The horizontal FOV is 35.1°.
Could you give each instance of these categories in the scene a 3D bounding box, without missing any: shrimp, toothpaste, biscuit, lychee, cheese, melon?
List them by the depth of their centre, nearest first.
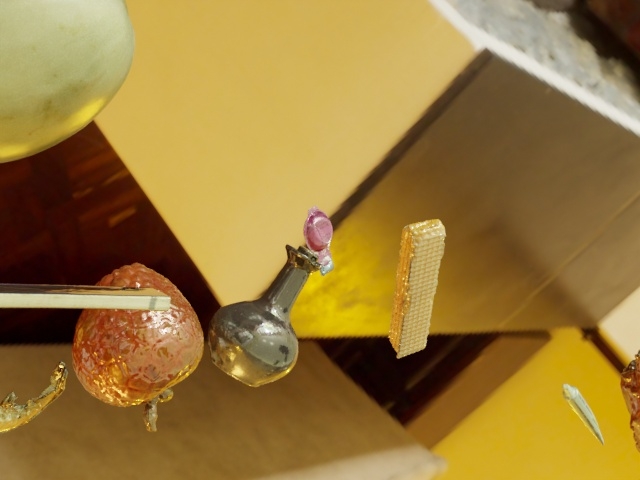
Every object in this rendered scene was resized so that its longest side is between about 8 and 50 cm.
[{"bbox_3d":[-0.356,-0.207,1.080,0.308,0.271,0.272,-16,164,23],"label":"melon"},{"bbox_3d":[-0.421,0.209,1.391,0.148,0.035,0.195,-30,156,-3],"label":"shrimp"},{"bbox_3d":[-0.329,0.196,1.860,0.255,0.300,0.255,-26,-175,2],"label":"lychee"},{"bbox_3d":[0.486,0.316,1.868,0.029,0.048,0.197,-25,133,18],"label":"toothpaste"},{"bbox_3d":[0.000,0.000,2.068,0.095,0.038,0.145,-33,116,-47],"label":"cheese"},{"bbox_3d":[0.221,0.112,2.334,0.094,0.054,0.378,-16,133,-22],"label":"biscuit"}]

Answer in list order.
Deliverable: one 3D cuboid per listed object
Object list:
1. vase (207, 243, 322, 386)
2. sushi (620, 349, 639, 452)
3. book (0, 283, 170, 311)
[{"bbox_3d":[-0.061,0.090,1.270,0.183,0.120,0.120,-57,154,0],"label":"vase"},{"bbox_3d":[0.468,0.185,1.254,0.182,0.196,0.343,-14,155,5],"label":"sushi"},{"bbox_3d":[-0.366,0.081,1.470,0.269,0.025,0.191,2,-179,-17],"label":"book"}]
